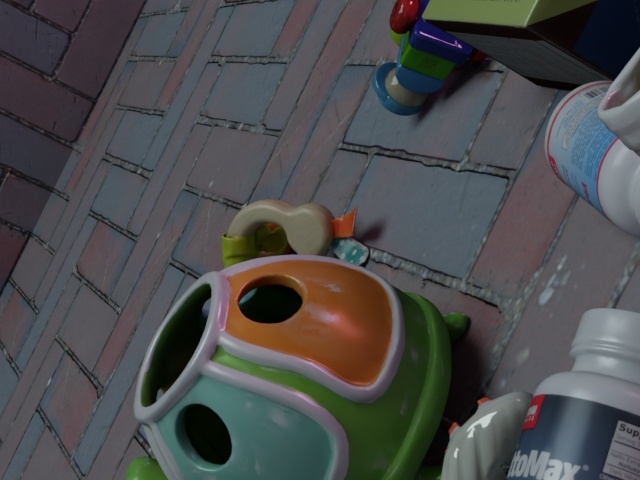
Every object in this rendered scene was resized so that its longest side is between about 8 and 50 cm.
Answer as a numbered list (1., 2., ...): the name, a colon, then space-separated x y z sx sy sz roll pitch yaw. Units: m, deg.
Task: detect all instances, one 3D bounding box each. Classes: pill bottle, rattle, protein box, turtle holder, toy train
1. pill bottle: 0.173 0.139 0.822 0.108 0.108 0.180 -13 53 63
2. rattle: 0.000 0.000 1.486 0.200 0.143 0.130 -28 71 33
3. pill bottle: 0.225 -0.053 0.950 0.087 0.087 0.160 -58 21 12
4. protein box: 0.218 -0.237 1.111 0.199 0.136 0.201 -64 22 1
5. turtle holder: -0.041 0.140 1.143 0.320 0.227 0.243 -27 42 56
6. toy train: 0.120 -0.260 1.435 0.143 0.105 0.248 123 162 -53

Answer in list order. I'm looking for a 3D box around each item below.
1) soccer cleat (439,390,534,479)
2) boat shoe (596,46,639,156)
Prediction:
1. soccer cleat: 0.107 0.196 0.977 0.196 0.068 0.076 -56 37 20
2. boat shoe: 0.274 -0.208 0.778 0.367 0.156 0.136 -59 7 13
